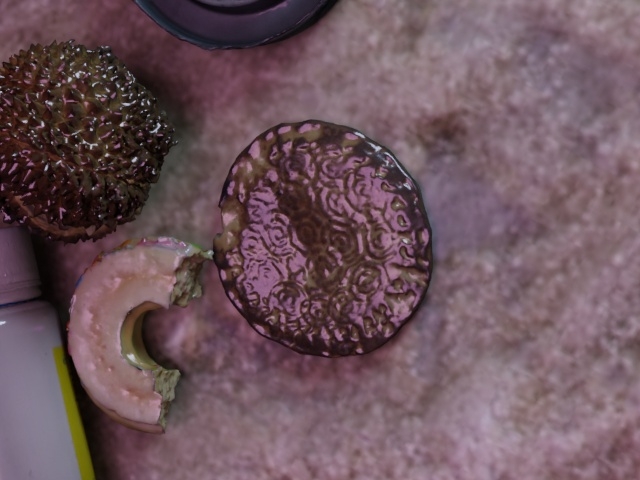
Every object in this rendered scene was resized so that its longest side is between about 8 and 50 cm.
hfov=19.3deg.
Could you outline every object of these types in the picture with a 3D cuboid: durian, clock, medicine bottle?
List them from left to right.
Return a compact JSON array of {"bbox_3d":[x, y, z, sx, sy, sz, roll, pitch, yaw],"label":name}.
[{"bbox_3d":[-0.278,0.124,1.577,0.143,0.143,0.258,-13,90,22],"label":"medicine bottle"},{"bbox_3d":[-0.218,-0.080,1.507,0.196,0.196,0.167,-4,54,21],"label":"durian"},{"bbox_3d":[-0.065,-0.266,1.518,0.226,0.049,0.226,2,95,22],"label":"clock"}]

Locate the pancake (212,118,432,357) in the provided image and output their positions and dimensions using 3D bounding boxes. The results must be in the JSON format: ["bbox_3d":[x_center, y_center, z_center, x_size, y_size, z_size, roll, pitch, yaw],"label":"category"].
[{"bbox_3d":[-0.001,0.000,1.525,0.199,0.021,0.199,2,95,21],"label":"pancake"}]

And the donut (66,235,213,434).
[{"bbox_3d":[-0.154,0.071,1.567,0.108,0.065,0.166,14,100,22],"label":"donut"}]
